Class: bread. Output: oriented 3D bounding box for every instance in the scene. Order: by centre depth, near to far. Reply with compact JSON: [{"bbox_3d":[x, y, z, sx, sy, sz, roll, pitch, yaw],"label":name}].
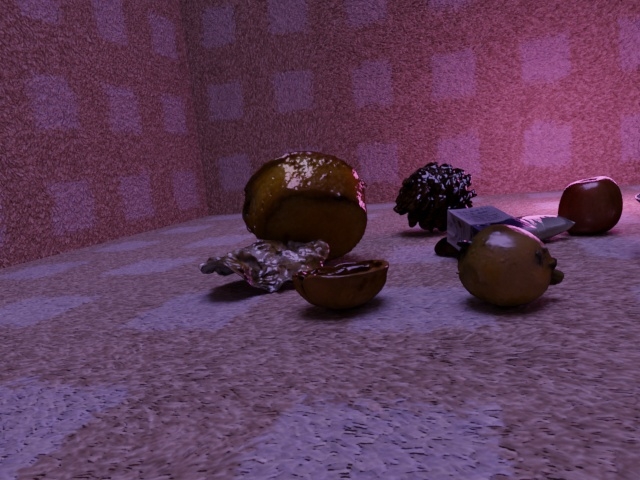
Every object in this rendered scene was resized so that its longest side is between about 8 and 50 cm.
[{"bbox_3d":[-0.042,-0.081,1.420,0.358,0.336,0.204,2,36,-15],"label":"bread"}]

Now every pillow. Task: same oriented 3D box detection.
[{"bbox_3d":[0.609,-0.030,1.445,0.254,0.078,0.144,-10,10,-29],"label":"pillow"}]

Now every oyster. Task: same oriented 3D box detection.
[{"bbox_3d":[-0.139,0.057,1.269,0.351,0.114,0.238,-9,10,-21],"label":"oyster"}]

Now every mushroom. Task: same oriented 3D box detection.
[{"bbox_3d":[0.388,0.013,1.417,0.123,0.052,0.123,-4,11,1],"label":"mushroom"}]

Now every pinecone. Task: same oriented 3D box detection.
[{"bbox_3d":[0.431,-0.157,1.833,0.296,0.242,0.298,8,41,0],"label":"pinecone"}]

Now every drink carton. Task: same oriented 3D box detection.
[{"bbox_3d":[0.432,-0.014,1.265,0.134,0.101,0.222,-9,22,-9],"label":"drink carton"}]

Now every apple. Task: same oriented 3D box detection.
[{"bbox_3d":[0.825,-0.104,1.510,0.181,0.168,0.181,-11,10,2],"label":"apple"}]

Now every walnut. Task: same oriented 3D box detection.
[{"bbox_3d":[0.049,0.095,0.995,0.211,0.087,0.167,-8,2,-27],"label":"walnut"}]

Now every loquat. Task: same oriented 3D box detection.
[{"bbox_3d":[0.352,0.047,0.918,0.205,0.149,0.172,10,10,7],"label":"loquat"}]

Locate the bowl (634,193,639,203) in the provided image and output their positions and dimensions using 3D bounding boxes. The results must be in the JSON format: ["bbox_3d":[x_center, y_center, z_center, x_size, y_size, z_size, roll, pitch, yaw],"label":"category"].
[{"bbox_3d":[0.896,-0.040,1.111,0.314,0.146,0.313,-6,7,1],"label":"bowl"}]
